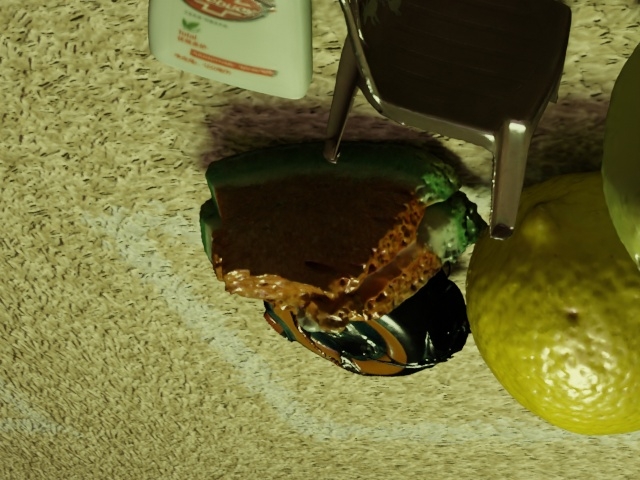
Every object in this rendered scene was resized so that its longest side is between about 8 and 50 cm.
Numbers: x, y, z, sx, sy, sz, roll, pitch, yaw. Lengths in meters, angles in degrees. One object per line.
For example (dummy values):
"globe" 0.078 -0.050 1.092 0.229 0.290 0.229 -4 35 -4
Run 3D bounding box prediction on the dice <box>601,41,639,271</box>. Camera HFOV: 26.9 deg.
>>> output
"dice" 0.374 -0.072 1.016 0.233 0.226 0.238 30 147 -26

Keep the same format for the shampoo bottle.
"shampoo bottle" -0.056 -0.229 1.074 0.153 0.071 0.284 16 150 -3

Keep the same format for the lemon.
"lemon" 0.262 0.059 1.268 0.267 0.267 0.267 10 149 6

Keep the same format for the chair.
"chair" 0.098 -0.166 1.024 0.183 0.175 0.326 18 157 9

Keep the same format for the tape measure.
"tape measure" 0.044 0.067 1.465 0.223 0.135 0.202 37 152 -26

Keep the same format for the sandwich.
"sandwich" -0.006 -0.008 1.313 0.292 0.212 0.109 13 137 27
